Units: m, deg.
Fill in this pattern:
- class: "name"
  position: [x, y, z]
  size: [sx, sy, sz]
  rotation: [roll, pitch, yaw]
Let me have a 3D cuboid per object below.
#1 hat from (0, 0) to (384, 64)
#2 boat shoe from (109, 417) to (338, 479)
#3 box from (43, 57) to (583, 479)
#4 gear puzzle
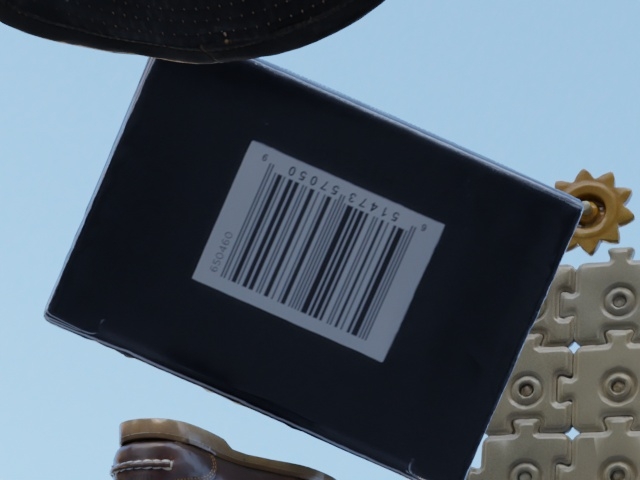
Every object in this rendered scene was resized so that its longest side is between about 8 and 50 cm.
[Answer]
- class: "hat"
  position: [-0.070, -0.257, 0.921]
  size: [0.331, 0.134, 0.331]
  rotation: [3, -63, 5]
- class: "boat shoe"
  position: [-0.057, 0.170, 1.200]
  size: [0.073, 0.073, 0.207]
  rotation: [-19, -28, 35]
- class: "box"
  position: [0.000, 0.000, 1.386]
  size: [0.293, 0.395, 0.212]
  rotation: [23, -85, 0]
- class: "gear puzzle"
  position: [0.220, 0.092, 1.662]
  size: [0.175, 0.339, 0.044]
  rotation: [-4, -27, 19]
